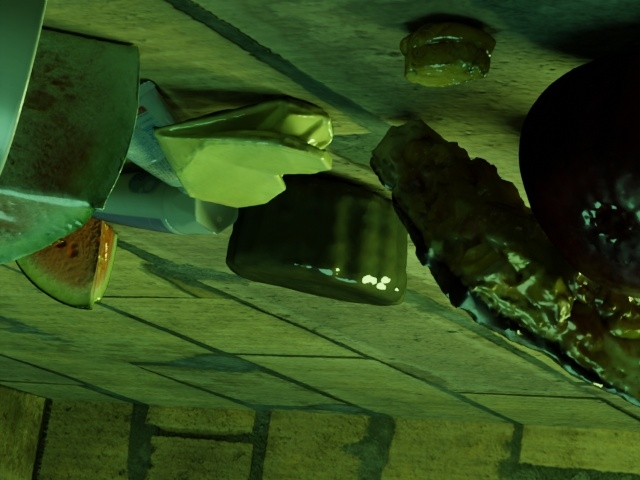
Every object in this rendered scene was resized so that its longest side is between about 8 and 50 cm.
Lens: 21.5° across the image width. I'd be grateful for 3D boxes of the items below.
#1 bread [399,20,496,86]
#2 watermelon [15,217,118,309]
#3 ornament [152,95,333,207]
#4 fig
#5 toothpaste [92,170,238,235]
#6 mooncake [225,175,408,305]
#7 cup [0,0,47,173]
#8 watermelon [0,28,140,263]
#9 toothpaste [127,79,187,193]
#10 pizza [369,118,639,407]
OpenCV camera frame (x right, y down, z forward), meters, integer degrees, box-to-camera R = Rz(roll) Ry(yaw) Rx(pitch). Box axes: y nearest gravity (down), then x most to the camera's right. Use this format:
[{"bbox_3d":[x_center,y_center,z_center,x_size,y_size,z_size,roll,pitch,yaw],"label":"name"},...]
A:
[{"bbox_3d":[0.109,-0.162,1.472,0.081,0.046,0.083,5,165,-8],"label":"bread"},{"bbox_3d":[-0.344,0.015,2.329,0.137,0.193,0.145,-36,170,-7],"label":"watermelon"},{"bbox_3d":[-0.097,-0.093,1.770,0.180,0.059,0.201,13,156,-30],"label":"ornament"},{"bbox_3d":[0.290,-0.066,1.462,0.235,0.214,0.235,34,165,11],"label":"fig"},{"bbox_3d":[-0.250,-0.048,2.094,0.371,0.080,0.125,1,166,46],"label":"toothpaste"},{"bbox_3d":[0.000,0.000,2.039,0.228,0.124,0.228,10,171,2],"label":"mooncake"},{"bbox_3d":[-0.389,-0.185,1.335,0.317,0.212,0.212,14,165,-14],"label":"cup"},{"bbox_3d":[-0.372,-0.115,1.656,0.387,0.228,0.258,-7,151,31],"label":"watermelon"},{"bbox_3d":[-0.177,-0.106,1.829,0.089,0.057,0.234,-33,159,6],"label":"toothpaste"},{"bbox_3d":[0.193,0.018,1.637,0.409,0.114,0.278,42,-168,27],"label":"pizza"}]
